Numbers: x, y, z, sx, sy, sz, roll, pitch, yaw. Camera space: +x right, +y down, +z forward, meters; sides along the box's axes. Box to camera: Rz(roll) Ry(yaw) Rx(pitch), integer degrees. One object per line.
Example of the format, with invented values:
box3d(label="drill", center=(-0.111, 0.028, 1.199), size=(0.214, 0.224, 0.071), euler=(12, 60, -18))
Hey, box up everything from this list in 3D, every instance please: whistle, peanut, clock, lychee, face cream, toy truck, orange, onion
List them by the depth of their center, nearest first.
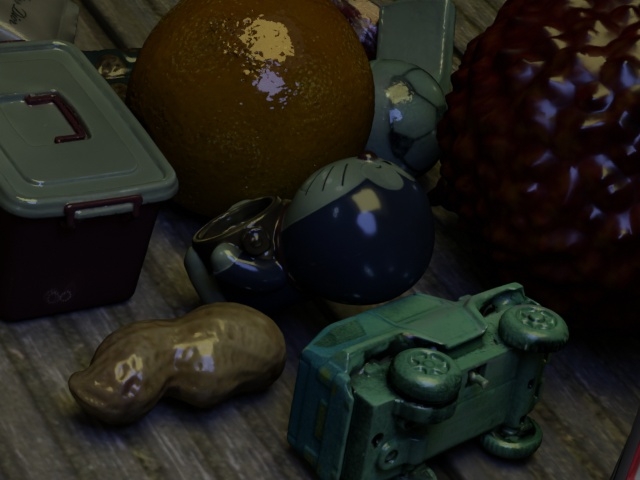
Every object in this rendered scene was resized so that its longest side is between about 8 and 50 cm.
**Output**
box3d(label="peanut", center=(-0.135, 0.116, 1.571), size=(0.228, 0.085, 0.104), euler=(-10, 46, -31))
box3d(label="toy truck", center=(0.107, 0.138, 1.588), size=(0.279, 0.155, 0.156), euler=(-19, 40, -40))
box3d(label="clock", center=(0.000, 0.000, 1.656), size=(0.243, 0.146, 0.199), euler=(-15, 13, 32))
box3d(label="lychee", center=(0.315, -0.098, 1.792), size=(0.500, 0.424, 0.424), euler=(-17, 21, 30))
box3d(label="orange", center=(-0.077, -0.152, 1.808), size=(0.274, 0.274, 0.274), euler=(11, 35, -8))
box3d(label="whistle", center=(0.083, -0.173, 1.964), size=(0.163, 0.163, 0.289), euler=(8, 74, -13))
box3d(label="face cream", center=(-0.451, -0.295, 2.021), size=(0.314, 0.089, 0.143), euler=(18, 36, -17))
box3d(label="onion", center=(0.014, -0.258, 2.143), size=(0.206, 0.151, 0.098), euler=(25, 69, 25))

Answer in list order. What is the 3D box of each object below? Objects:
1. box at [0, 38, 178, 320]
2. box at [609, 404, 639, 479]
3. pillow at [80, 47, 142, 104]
box3d(label="box", center=(-0.289, -0.062, 1.681), size=(0.193, 0.167, 0.294), euler=(-11, 44, -32))
box3d(label="box", center=(0.379, 0.275, 1.380), size=(0.312, 0.300, 0.314), euler=(24, 36, 10))
box3d(label="pillow", center=(-0.193, -0.167, 1.972), size=(0.256, 0.034, 0.189), euler=(0, 44, -20))
